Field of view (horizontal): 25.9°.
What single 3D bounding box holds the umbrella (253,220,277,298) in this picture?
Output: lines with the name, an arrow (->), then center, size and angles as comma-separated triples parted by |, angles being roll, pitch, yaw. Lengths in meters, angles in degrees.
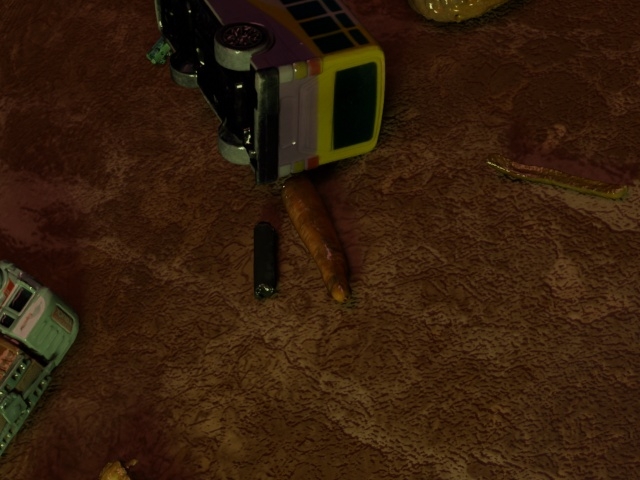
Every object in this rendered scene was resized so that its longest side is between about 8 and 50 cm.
umbrella -> -0.080, 0.027, 2.021 | 0.036, 0.031, 0.133 | 0, 52, -4

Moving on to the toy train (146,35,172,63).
toy train -> -0.265, -0.342, 2.393 | 0.092, 0.029, 0.045 | -51, 42, -11

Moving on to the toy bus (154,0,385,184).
toy bus -> -0.087, -0.311, 2.119 | 0.249, 0.209, 0.440 | -17, 45, -19

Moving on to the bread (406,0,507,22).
bread -> 0.219, -0.467, 2.141 | 0.274, 0.149, 0.274 | -20, 48, 23

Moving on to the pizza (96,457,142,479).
pizza -> -0.229, 0.390, 1.820 | 0.199, 0.062, 0.188 | 12, 77, 29

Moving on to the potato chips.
potato chips -> 0.321, -0.085, 1.884 | 0.204, 0.037, 0.026 | 18, 77, 31

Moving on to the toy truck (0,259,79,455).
toy truck -> -0.485, 0.192, 2.055 | 0.162, 0.136, 0.305 | 22, 72, 31

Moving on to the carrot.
carrot -> 0.000, 0.000, 1.982 | 0.059, 0.059, 0.248 | -30, 52, 6
